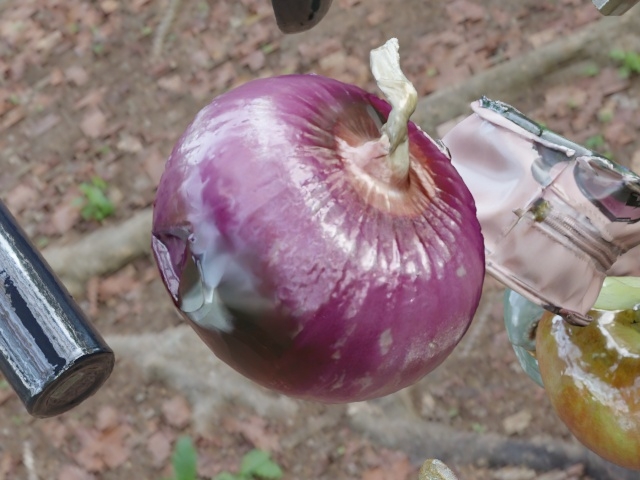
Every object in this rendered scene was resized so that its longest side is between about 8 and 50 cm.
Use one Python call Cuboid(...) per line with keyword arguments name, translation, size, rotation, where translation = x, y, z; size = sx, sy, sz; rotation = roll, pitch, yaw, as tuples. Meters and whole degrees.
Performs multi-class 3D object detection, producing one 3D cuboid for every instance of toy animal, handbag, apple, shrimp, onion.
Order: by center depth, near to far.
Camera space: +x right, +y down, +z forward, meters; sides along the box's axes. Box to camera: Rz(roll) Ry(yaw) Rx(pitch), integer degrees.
Cuboid(name="onion", translation=(-0.008, 0.005, 0.918), size=(0.201, 0.207, 0.200), rotation=(-24, 21, 10))
Cuboid(name="handbag", translation=(0.156, -0.023, 1.094), size=(0.179, 0.205, 0.116), rotation=(34, 95, 20))
Cuboid(name="apple", translation=(0.274, 0.110, 1.232), size=(0.195, 0.173, 0.160), rotation=(12, 88, 22))
Cuboid(name="toy animal", translation=(0.250, 0.081, 1.681), size=(0.127, 0.251, 0.125), rotation=(-4, 56, 28))
Cuboid(name="shrimp", translation=(0.185, 0.360, 1.991), size=(0.045, 0.162, 0.095), rotation=(-21, -12, -42))

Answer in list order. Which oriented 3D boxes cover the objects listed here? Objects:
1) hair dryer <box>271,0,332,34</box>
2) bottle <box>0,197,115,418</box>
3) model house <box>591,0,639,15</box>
Cuboid(name="hair dryer", translation=(0.080, -0.309, 1.278), size=(0.320, 0.284, 0.155), rotation=(-10, 70, 14))
Cuboid(name="bottle", translation=(-0.240, 0.015, 1.075), size=(0.072, 0.082, 0.244), rotation=(-38, 71, -4))
Cuboid(name="model house", translation=(0.394, -0.401, 1.768), size=(0.248, 0.181, 0.176), rotation=(-45, 57, 37))
